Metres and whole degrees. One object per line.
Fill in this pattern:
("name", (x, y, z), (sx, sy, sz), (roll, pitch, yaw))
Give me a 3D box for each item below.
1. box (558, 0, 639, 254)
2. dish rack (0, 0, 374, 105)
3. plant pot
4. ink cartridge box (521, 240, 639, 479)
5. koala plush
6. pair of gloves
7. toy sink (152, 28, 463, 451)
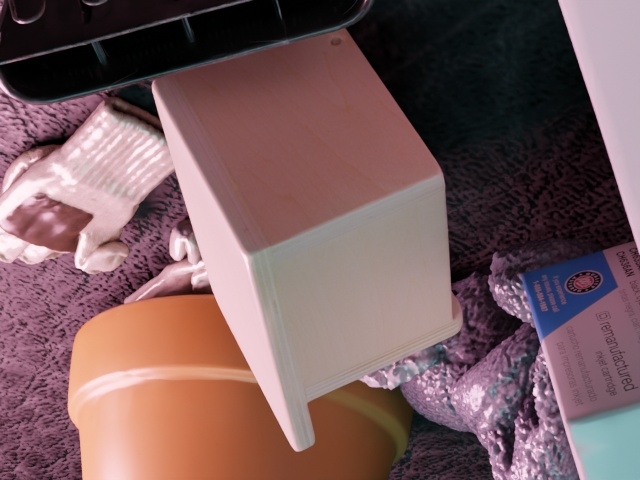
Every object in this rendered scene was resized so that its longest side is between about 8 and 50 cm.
("box", (0.224, -0.154, 0.636), (0.215, 0.168, 0.345), (-8, 142, 19))
("dish rack", (-0.098, -0.199, 0.669), (0.208, 0.074, 0.271), (-15, 141, 2))
("plant pot", (-0.072, 0.194, 1.121), (0.291, 0.203, 0.291), (5, 152, 2))
("ink cartridge box", (0.255, 0.090, 0.775), (0.233, 0.171, 0.168), (-17, 114, 8))
("koala plush", (0.134, 0.095, 1.009), (0.196, 0.203, 0.221), (11, 180, -44))
("pair of gloves", (-0.122, 0.002, 1.027), (0.204, 0.042, 0.240), (-26, 134, 38))
("toy sink", (0.000, 0.000, 0.877), (0.131, 0.153, 0.234), (-23, 143, -10))
